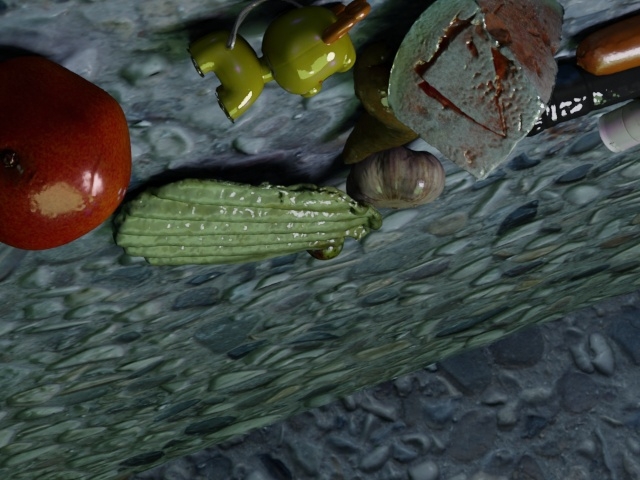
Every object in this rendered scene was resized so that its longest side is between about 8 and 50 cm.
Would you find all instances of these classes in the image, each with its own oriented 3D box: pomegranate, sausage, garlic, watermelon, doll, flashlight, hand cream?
[{"bbox_3d":[-0.320,-0.102,1.665,0.221,0.221,0.257,-27,-171,21],"label":"pomegranate"},{"bbox_3d":[0.470,-0.295,2.121,0.197,0.076,0.076,-19,162,2],"label":"sausage"},{"bbox_3d":[0.118,-0.103,2.262,0.147,0.102,0.159,13,165,-40],"label":"garlic"},{"bbox_3d":[-0.002,0.001,2.509,0.084,0.073,0.073,-1,171,27],"label":"pomegranate"},{"bbox_3d":[0.233,-0.216,1.885,0.261,0.201,0.213,-10,147,-48],"label":"watermelon"},{"bbox_3d":[-0.040,-0.234,1.735,0.221,0.135,0.143,-27,-167,6],"label":"doll"},{"bbox_3d":[0.404,-0.235,2.198,0.424,0.103,0.103,-18,162,-9],"label":"flashlight"},{"bbox_3d":[0.574,-0.222,2.244,0.312,0.070,0.111,-25,177,41],"label":"hand cream"}]

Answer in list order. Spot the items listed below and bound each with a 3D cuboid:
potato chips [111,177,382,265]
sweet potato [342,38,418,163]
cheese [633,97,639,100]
[{"bbox_3d":[-0.121,-0.026,2.261,0.429,0.070,0.358,-1,165,-21],"label":"potato chips"},{"bbox_3d":[0.101,-0.185,2.028,0.124,0.098,0.310,3,161,-2],"label":"sweet potato"},{"bbox_3d":[0.514,-0.252,2.327,0.255,0.050,0.127,-17,163,-2],"label":"cheese"}]
